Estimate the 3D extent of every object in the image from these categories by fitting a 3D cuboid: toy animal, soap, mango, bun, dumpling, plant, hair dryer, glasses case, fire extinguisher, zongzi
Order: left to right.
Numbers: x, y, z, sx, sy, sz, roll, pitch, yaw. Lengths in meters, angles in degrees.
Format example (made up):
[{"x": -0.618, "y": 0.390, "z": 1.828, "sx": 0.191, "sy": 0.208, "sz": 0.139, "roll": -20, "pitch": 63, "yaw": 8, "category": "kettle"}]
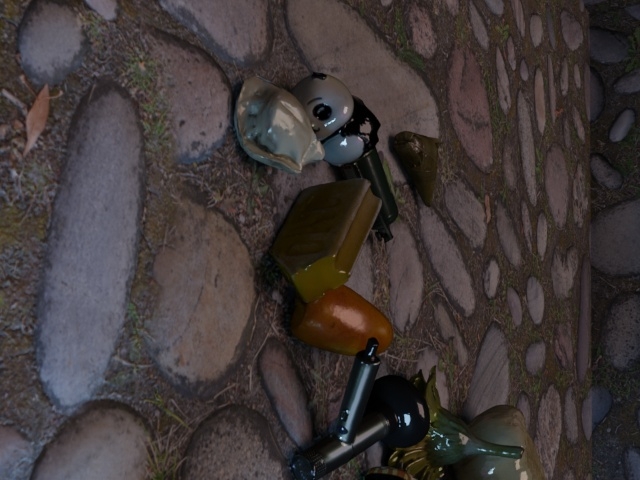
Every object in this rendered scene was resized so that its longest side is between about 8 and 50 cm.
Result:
[{"x": -0.080, "y": -0.196, "z": 1.422, "sx": 0.199, "sy": 0.118, "sz": 0.136, "roll": 43, "pitch": 60, "yaw": -11, "category": "dumpling"}, {"x": 0.000, "y": 0.000, "z": 1.464, "sx": 0.080, "sy": 0.160, "sz": 0.258, "roll": 59, "pitch": 39, "yaw": -32, "category": "soap"}, {"x": 0.008, "y": -0.231, "z": 1.542, "sx": 0.179, "sy": 0.166, "sz": 0.138, "roll": 35, "pitch": 41, "yaw": -36, "category": "toy animal"}, {"x": 0.046, "y": 0.159, "z": 1.536, "sx": 0.252, "sy": 0.153, "sz": 0.126, "roll": 27, "pitch": 69, "yaw": -38, "category": "mango"}, {"x": 0.107, "y": -0.101, "z": 1.718, "sx": 0.118, "sy": 0.093, "sz": 0.295, "roll": -125, "pitch": -169, "yaw": -63, "category": "fire extinguisher"}, {"x": 0.113, "y": 0.320, "z": 1.521, "sx": 0.156, "sy": 0.284, "sz": 0.320, "roll": 46, "pitch": 28, "yaw": 22, "category": "hair dryer"}, {"x": 0.194, "y": 0.594, "z": 1.714, "sx": 0.321, "sy": 0.122, "sz": 0.082, "roll": 61, "pitch": 42, "yaw": -32, "category": "glasses case"}, {"x": 0.232, "y": -0.175, "z": 1.952, "sx": 0.160, "sy": 0.078, "sz": 0.176, "roll": 5, "pitch": 89, "yaw": -51, "category": "zongzi"}, {"x": 0.263, "y": 0.469, "z": 1.793, "sx": 0.261, "sy": 0.297, "sz": 0.306, "roll": -34, "pitch": 135, "yaw": -22, "category": "plant"}, {"x": 0.460, "y": 0.610, "z": 2.051, "sx": 0.365, "sy": 0.219, "sz": 0.366, "roll": -15, "pitch": 90, "yaw": -72, "category": "bun"}]
